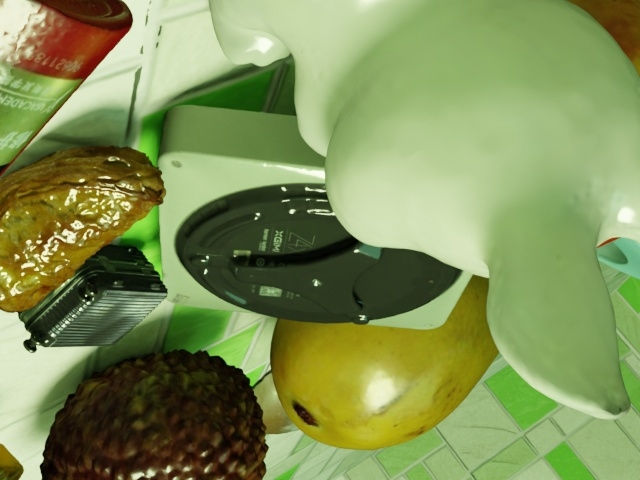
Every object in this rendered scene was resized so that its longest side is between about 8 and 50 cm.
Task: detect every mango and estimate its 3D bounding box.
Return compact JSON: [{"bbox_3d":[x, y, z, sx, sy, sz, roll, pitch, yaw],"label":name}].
[{"bbox_3d":[0.116,0.102,1.235,0.446,0.232,0.300,-25,155,-53],"label":"mango"}]

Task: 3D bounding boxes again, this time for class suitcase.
[{"bbox_3d":[-0.187,0.046,0.799,0.086,0.059,0.126,-41,161,15],"label":"suitcase"}]

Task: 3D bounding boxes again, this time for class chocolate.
[{"bbox_3d":[-0.014,0.241,1.543,0.157,0.080,0.254,-47,159,26],"label":"chocolate"}]

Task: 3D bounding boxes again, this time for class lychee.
[{"bbox_3d":[-0.166,0.223,1.016,0.236,0.236,0.271,-47,-174,26],"label":"lychee"}]

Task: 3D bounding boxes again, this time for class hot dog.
[{"bbox_3d":[-0.175,-0.014,0.670,0.147,0.065,0.099,-40,161,6],"label":"hot dog"}]

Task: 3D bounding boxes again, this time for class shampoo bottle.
[{"bbox_3d":[-0.232,-0.029,0.511,0.314,0.076,0.118,-43,169,17],"label":"shampoo bottle"}]

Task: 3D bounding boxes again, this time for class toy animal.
[{"bbox_3d":[0.093,-0.090,0.540,0.196,0.367,0.241,-29,172,-15],"label":"toy animal"}]

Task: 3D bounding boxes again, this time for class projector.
[{"bbox_3d":[0.000,0.000,0.799,0.259,0.079,0.257,6,151,-4],"label":"projector"}]

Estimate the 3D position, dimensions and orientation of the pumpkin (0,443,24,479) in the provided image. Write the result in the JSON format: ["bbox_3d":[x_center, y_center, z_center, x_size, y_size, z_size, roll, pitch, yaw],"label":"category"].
[{"bbox_3d":[-0.381,0.223,0.809,0.258,0.095,0.290,-27,156,-18],"label":"pumpkin"}]

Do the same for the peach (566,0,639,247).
[{"bbox_3d":[0.200,-0.100,0.892,0.281,0.238,0.281,-30,-179,1],"label":"peach"}]

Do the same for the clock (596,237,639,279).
[{"bbox_3d":[0.300,-0.056,1.123,0.223,0.274,0.094,36,89,-42],"label":"clock"}]
